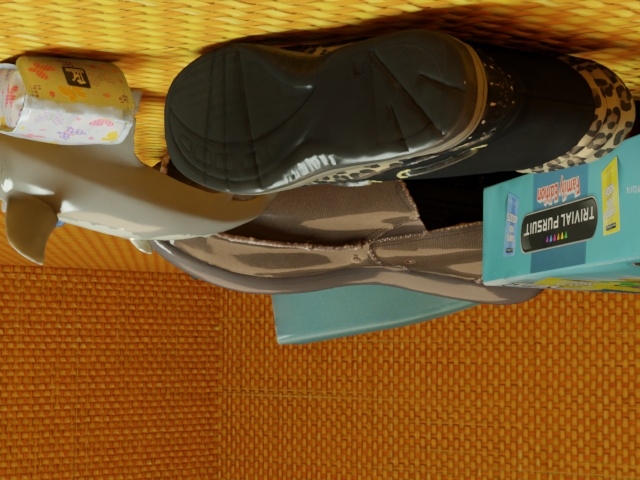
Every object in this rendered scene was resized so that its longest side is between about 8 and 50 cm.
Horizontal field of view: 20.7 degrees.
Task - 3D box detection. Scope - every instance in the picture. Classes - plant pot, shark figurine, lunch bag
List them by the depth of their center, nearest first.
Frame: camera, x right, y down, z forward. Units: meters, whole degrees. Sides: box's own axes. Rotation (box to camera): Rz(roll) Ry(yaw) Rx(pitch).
[{"bbox_3d":[-0.154,-0.083,1.050,0.071,0.053,0.083,4,-175,-24],"label":"lunch bag"},{"bbox_3d":[-0.122,-0.055,1.214,0.278,0.116,0.166,10,-153,-22],"label":"shark figurine"},{"bbox_3d":[0.074,0.005,1.700,0.234,0.165,0.166,-7,176,7],"label":"plant pot"}]

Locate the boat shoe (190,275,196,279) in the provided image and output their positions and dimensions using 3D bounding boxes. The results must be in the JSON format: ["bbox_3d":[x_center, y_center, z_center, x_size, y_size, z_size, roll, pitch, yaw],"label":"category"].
[{"bbox_3d":[0.000,0.000,2.077,0.335,0.096,0.112,0,177,9],"label":"boat shoe"}]

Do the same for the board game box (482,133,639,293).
[{"bbox_3d":[0.277,-0.009,1.166,0.253,0.079,0.336,3,175,-11],"label":"board game box"}]

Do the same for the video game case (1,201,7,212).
[{"bbox_3d":[-0.280,-0.038,2.121,0.157,0.019,0.143,-1,176,26],"label":"video game case"}]

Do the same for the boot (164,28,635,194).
[{"bbox_3d":[0.043,-0.069,1.004,0.236,0.085,0.178,-3,177,44],"label":"boot"}]

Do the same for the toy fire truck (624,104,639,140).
[{"bbox_3d":[0.182,-0.070,1.273,0.135,0.047,0.192,-1,177,30],"label":"toy fire truck"}]

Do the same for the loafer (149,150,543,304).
[{"bbox_3d":[0.030,-0.040,1.440,0.366,0.134,0.130,3,139,-14],"label":"loafer"}]

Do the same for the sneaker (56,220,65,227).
[{"bbox_3d":[-0.271,-0.046,1.716,0.059,0.053,0.144,1,168,-19],"label":"sneaker"}]

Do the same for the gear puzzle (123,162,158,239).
[{"bbox_3d":[-0.003,-0.020,1.545,0.339,0.044,0.175,10,-158,2],"label":"gear puzzle"}]
